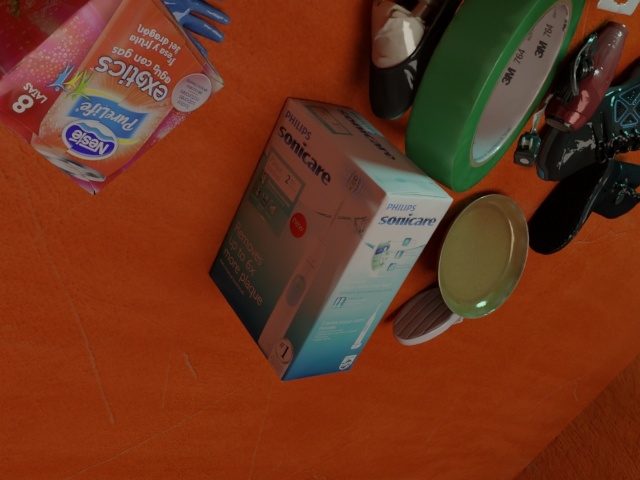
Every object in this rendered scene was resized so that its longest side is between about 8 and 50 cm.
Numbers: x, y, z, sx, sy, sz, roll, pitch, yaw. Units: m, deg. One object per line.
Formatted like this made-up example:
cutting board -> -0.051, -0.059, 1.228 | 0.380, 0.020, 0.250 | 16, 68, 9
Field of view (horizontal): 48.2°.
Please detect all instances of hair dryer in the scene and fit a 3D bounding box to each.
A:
hair dryer -> 0.411, -0.247, 1.098 | 0.293, 0.080, 0.224 | -50, 170, -37

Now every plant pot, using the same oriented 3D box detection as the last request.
plant pot -> 0.295, 0.028, 1.325 | 0.236, 0.032, 0.237 | -11, 109, -33

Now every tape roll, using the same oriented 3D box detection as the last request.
tape roll -> 0.233, -0.219, 0.945 | 0.321, 0.077, 0.321 | -46, 157, -26

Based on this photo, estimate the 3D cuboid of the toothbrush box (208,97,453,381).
toothbrush box -> 0.000, 0.000, 0.933 | 0.126, 0.216, 0.296 | 1, 128, -43

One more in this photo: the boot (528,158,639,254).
boot -> 0.558, -0.064, 1.476 | 0.207, 0.094, 0.247 | 12, 113, -44

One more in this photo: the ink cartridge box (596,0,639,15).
ink cartridge box -> 0.447, -0.424, 1.023 | 0.104, 0.061, 0.181 | -5, 131, -38

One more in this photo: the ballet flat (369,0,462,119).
ballet flat -> 0.118, -0.284, 0.857 | 0.096, 0.095, 0.281 | 22, 102, -41

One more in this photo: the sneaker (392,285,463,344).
sneaker -> 0.256, 0.134, 1.412 | 0.258, 0.094, 0.091 | -33, 139, -13

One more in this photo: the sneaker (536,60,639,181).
sneaker -> 0.537, -0.206, 1.271 | 0.340, 0.140, 0.125 | -36, 146, -4

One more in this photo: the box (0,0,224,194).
box -> -0.201, -0.173, 0.530 | 0.128, 0.257, 0.123 | -41, 146, 0

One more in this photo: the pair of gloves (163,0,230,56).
pair of gloves -> -0.126, -0.272, 0.696 | 0.198, 0.023, 0.159 | -51, 143, 15
